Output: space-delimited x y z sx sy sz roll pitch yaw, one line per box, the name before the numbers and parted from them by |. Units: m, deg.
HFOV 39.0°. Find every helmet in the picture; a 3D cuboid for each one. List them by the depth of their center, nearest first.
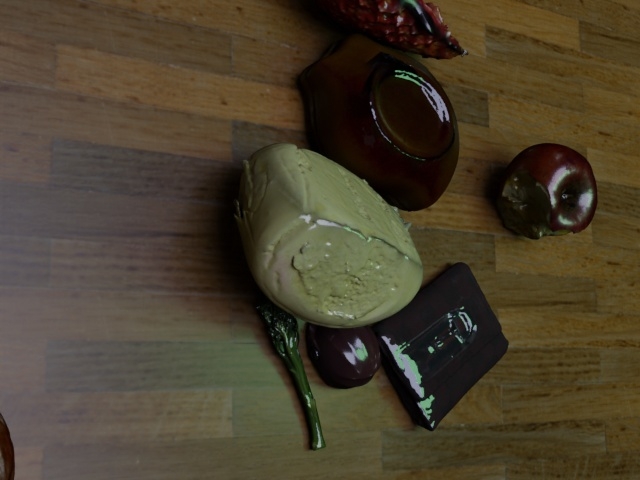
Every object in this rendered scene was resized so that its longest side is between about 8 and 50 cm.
helmet | 0.040 0.152 1.281 0.098 0.070 0.123 -28 99 -34

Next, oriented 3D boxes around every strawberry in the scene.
strawberry | 0.087 -0.344 1.339 0.306 0.138 0.233 46 16 -21

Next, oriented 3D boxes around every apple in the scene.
apple | 0.371 -0.082 1.493 0.156 0.158 0.147 33 79 -26

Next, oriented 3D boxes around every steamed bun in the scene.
steamed bun | 0.000 0.000 1.209 0.273 0.232 0.166 25 113 -37

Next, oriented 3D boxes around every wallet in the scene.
wallet | 0.192 0.157 1.398 0.229 0.049 0.182 -35 99 -35

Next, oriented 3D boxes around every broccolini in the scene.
broccolini | -0.036 0.179 1.248 0.054 0.051 0.239 -23 102 -41

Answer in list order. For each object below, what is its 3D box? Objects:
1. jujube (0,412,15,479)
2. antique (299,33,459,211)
jujube | -0.414 0.269 0.895 0.190 0.190 0.255 18 79 -31
antique | 0.097 -0.175 1.340 0.223 0.129 0.278 -40 102 -31
